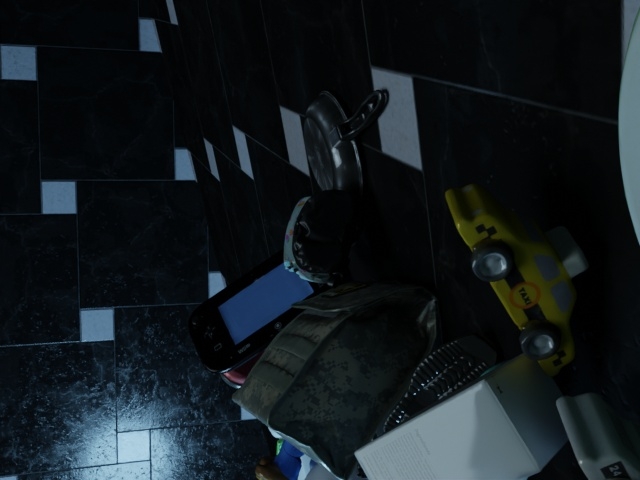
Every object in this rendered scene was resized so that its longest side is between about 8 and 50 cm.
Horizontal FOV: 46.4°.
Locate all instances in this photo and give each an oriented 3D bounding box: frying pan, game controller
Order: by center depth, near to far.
[{"bbox_3d":[0.037,-0.131,1.154,0.326,0.053,0.197,-146,41,-70],"label":"frying pan"},{"bbox_3d":[-0.099,0.118,1.402,0.067,0.319,0.166,54,-178,-41],"label":"game controller"}]

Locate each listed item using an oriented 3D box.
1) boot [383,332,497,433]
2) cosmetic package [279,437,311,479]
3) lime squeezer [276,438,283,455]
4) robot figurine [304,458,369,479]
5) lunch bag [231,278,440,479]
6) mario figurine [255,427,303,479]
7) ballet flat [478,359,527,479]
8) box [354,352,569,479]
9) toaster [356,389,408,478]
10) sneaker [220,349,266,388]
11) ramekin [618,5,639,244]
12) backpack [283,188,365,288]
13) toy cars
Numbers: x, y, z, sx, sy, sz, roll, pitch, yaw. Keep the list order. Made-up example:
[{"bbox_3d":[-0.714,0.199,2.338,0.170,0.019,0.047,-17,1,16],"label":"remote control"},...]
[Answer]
[{"bbox_3d":[0.166,0.176,0.979,0.077,0.137,0.198,45,118,9],"label":"boot"},{"bbox_3d":[0.024,0.536,1.661,0.217,0.156,0.384,-172,66,-73],"label":"cosmetic package"},{"bbox_3d":[-0.075,0.588,1.664,0.110,0.059,0.310,170,85,-77],"label":"lime squeezer"},{"bbox_3d":[0.069,0.536,1.406,0.300,0.200,0.353,39,146,47],"label":"robot figurine"},{"bbox_3d":[0.027,0.167,1.089,0.169,0.287,0.235,40,167,-13],"label":"lunch bag"},{"bbox_3d":[-0.050,0.305,1.453,0.198,0.170,0.320,9,71,57],"label":"mario figurine"},{"bbox_3d":[0.196,0.260,0.902,0.106,0.108,0.316,53,157,26],"label":"ballet flat"},{"bbox_3d":[0.145,0.196,0.735,0.170,0.130,0.091,-38,74,32],"label":"box"},{"bbox_3d":[0.098,0.299,1.247,0.168,0.110,0.185,124,127,-69],"label":"toaster"},{"bbox_3d":[-0.095,0.158,1.481,0.116,0.314,0.136,30,136,13],"label":"sneaker"},{"bbox_3d":[0.262,-0.038,0.287,0.303,0.148,0.303,164,90,-74],"label":"ramekin"},{"bbox_3d":[0.000,0.000,1.198,0.182,0.115,0.151,104,-173,-77],"label":"backpack"},{"bbox_3d":[0.232,0.113,0.643,0.393,0.087,0.176,66,-164,19],"label":"toy cars"}]
